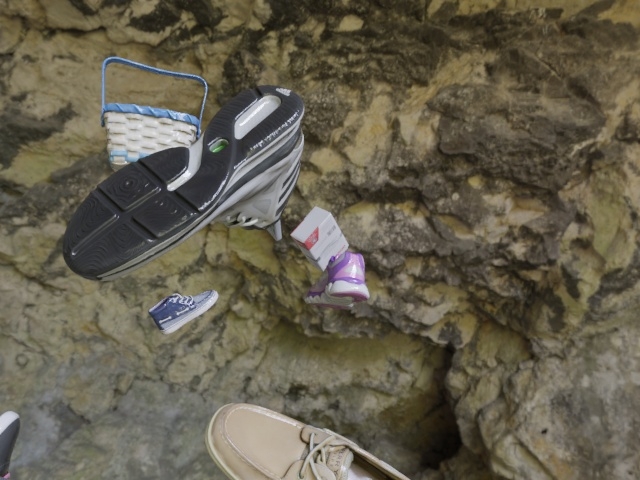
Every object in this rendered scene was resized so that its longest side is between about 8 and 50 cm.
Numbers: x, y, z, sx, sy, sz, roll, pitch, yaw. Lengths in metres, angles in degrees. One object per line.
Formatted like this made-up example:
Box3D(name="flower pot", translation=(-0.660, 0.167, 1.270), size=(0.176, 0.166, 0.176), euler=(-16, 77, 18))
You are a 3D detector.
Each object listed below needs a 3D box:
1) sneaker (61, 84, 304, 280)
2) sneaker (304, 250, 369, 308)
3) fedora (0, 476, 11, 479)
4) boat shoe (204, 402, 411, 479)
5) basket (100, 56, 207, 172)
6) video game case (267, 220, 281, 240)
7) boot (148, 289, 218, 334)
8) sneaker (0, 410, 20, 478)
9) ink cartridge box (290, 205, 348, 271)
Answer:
Box3D(name="sneaker", translation=(-0.184, -0.047, 0.768), size=(0.169, 0.447, 0.257), euler=(37, -24, 26))
Box3D(name="sneaker", translation=(0.036, 0.084, 0.930), size=(0.095, 0.104, 0.236), euler=(9, -18, -16))
Box3D(name="fedora", translation=(-0.303, 0.363, 0.423), size=(0.275, 0.124, 0.244), euler=(47, -20, -12))
Box3D(name="boat shoe", translation=(0.004, 0.281, 0.547), size=(0.303, 0.109, 0.098), euler=(31, -52, -1))
Box3D(name="basket", translation=(-0.435, -0.307, 1.136), size=(0.255, 0.288, 0.201), euler=(7, -3, -19))
Box3D(name="video game case", translation=(-0.167, -0.112, 1.226), size=(0.173, 0.022, 0.190), euler=(47, -25, 29))
Box3D(name="boot", translation=(-0.389, 0.182, 1.266), size=(0.069, 0.190, 0.086), euler=(15, -45, 54))
Box3D(name="sneaker", translation=(-0.452, 0.400, 0.609), size=(0.147, 0.295, 0.104), euler=(21, -23, -10))
Box3D(name="ink cartridge box", translation=(0.000, 0.000, 1.075), size=(0.056, 0.099, 0.135), euler=(28, -20, 39))
